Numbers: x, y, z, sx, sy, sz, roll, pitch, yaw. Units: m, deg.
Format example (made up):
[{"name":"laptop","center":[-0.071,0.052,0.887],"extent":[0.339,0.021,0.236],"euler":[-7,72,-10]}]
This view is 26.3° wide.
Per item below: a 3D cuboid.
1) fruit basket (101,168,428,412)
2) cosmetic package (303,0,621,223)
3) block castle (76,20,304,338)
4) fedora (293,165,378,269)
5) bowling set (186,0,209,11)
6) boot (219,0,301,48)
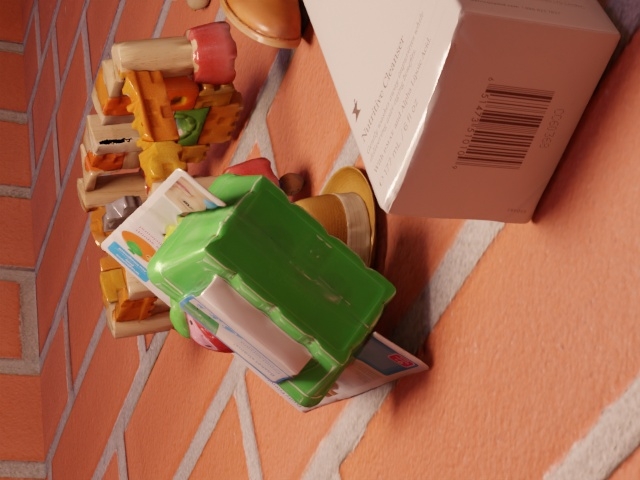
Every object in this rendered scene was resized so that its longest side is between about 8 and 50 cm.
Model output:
[{"name":"fruit basket","center":[-0.084,0.077,1.497],"extent":[0.165,0.327,0.353],"euler":[-55,11,-30]},{"name":"cosmetic package","center":[0.108,-0.219,1.273],"extent":[0.385,0.156,0.217],"euler":[-111,32,-47]},{"name":"block castle","center":[-0.191,-0.073,1.920],"extent":[0.453,0.213,0.303],"euler":[121,136,-59]},{"name":"fedora","center":[0.000,0.000,1.585],"extent":[0.194,0.079,0.194],"euler":[-173,90,-69]},{"name":"bowling set","center":[-0.201,-0.535,2.193],"extent":[0.287,0.154,0.200],"euler":[125,163,-53]},{"name":"boot","center":[-0.047,-0.406,1.808],"extent":[0.283,0.109,0.220],"euler":[-97,28,-47]}]
